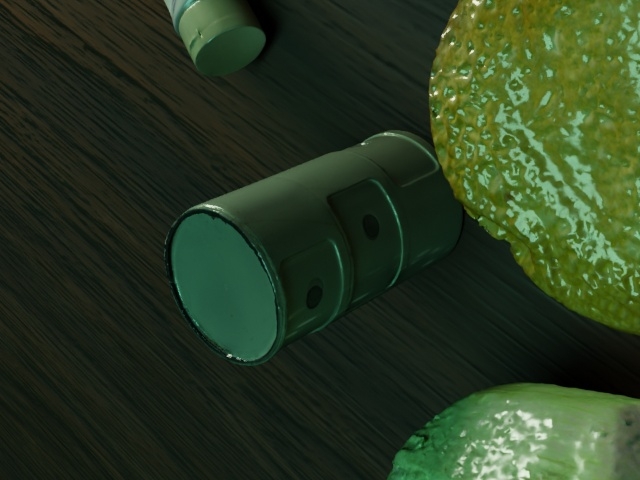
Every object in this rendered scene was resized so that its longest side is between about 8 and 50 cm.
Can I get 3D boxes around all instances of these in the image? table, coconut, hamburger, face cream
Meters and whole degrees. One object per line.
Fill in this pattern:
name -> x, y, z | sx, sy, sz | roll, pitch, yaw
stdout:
table -> 0.000, 0.000, 0.801 | 0.126, 0.220, 0.126 | 22, 123, 37
coconut -> 0.195, 0.257, 0.696 | 0.328, 0.281, 0.328 | -19, 59, 35
hamburger -> 0.217, -0.102, 0.573 | 0.290, 0.170, 0.314 | 52, 136, 9
face cream -> -0.126, -0.263, 0.934 | 0.114, 0.070, 0.224 | -48, 61, 45
